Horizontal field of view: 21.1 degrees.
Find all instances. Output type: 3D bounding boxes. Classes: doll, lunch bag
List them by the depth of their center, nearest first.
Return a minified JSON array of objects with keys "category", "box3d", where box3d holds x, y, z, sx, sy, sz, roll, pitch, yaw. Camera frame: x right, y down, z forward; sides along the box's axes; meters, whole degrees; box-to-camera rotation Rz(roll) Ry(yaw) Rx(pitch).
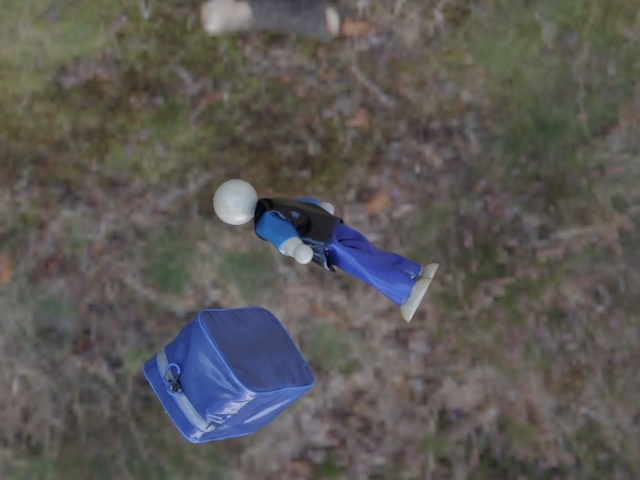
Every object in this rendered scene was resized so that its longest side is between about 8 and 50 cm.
[{"category":"lunch bag","box3d":[-0.061,0.086,1.063,0.065,0.067,0.098,-44,156,25]},{"category":"doll","box3d":[0.000,0.000,1.390,0.189,0.129,0.046,27,110,5]}]
